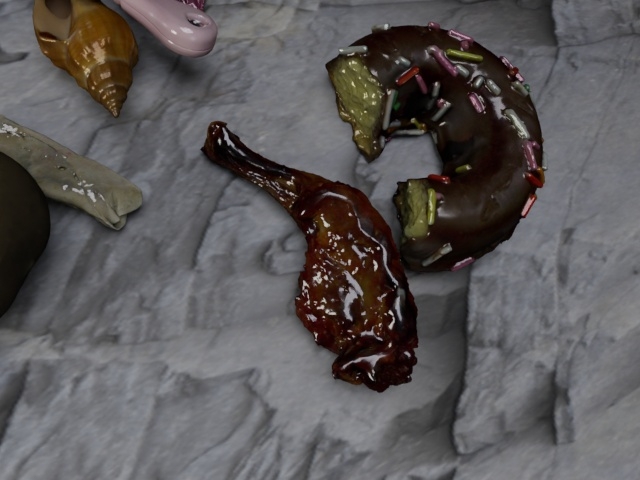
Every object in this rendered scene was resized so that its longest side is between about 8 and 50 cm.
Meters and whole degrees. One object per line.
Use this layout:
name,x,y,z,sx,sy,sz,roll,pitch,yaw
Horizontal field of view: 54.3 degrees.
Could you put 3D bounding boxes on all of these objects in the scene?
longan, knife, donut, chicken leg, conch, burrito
longan,-0.390,-0.003,0.641,0.198,0.198,0.212,38,84,0
knife,-0.279,-0.318,0.769,0.336,0.043,0.081,30,41,5
donut,0.177,-0.139,0.842,0.259,0.136,0.345,-15,79,-14
chicken leg,0.000,0.000,0.785,0.158,0.096,0.407,-35,81,-1
conch,-0.303,-0.276,0.802,0.109,0.093,0.330,-26,60,-1
burrito,-0.324,-0.082,0.744,0.226,0.060,0.087,24,65,-4

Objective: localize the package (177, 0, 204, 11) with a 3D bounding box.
package,-0.198,-0.349,0.870,0.083,0.029,0.059,11,76,1
